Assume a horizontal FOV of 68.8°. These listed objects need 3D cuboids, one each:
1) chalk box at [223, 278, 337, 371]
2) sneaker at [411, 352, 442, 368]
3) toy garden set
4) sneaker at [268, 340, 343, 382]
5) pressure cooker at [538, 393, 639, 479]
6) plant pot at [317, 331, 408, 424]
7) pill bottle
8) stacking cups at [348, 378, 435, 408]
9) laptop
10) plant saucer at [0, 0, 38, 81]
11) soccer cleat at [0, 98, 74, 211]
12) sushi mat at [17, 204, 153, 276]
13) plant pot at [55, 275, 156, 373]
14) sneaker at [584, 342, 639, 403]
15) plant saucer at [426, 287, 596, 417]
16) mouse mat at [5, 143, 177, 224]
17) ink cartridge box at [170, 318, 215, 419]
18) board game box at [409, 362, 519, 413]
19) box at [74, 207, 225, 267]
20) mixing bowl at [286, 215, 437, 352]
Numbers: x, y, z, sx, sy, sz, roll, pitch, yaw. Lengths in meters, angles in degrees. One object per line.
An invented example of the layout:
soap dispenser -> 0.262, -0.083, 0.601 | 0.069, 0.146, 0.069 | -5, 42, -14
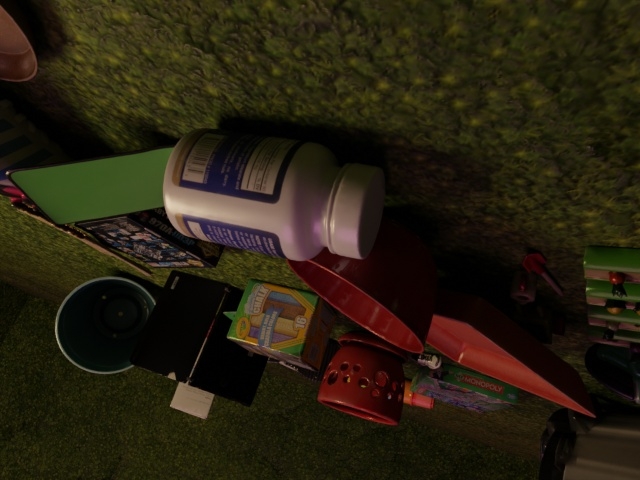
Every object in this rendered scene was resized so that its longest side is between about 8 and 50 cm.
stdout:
chalk box -> -0.096, 0.170, 0.970 | 0.213, 0.132, 0.132 | 11, 158, 22
sneaker -> 0.239, 0.270, 1.058 | 0.037, 0.031, 0.083 | 28, 156, -21
toy garden set -> 0.310, 0.084, 0.534 | 0.204, 0.049, 0.244 | 4, 154, 33
sneaker -> -0.080, 0.299, 1.314 | 0.331, 0.122, 0.146 | 19, 176, -2
pressure cooker -> 0.608, 0.497, 0.843 | 0.376, 0.369, 0.420 | 32, 152, -20
plant pot -> 0.108, 0.315, 1.081 | 0.191, 0.174, 0.191 | 17, 159, 7
pill bottle -> -0.040, -0.041, 0.444 | 0.187, 0.111, 0.112 | 12, 157, 18
stacking cups -> 0.197, 0.451, 1.460 | 0.317, 0.096, 0.096 | 6, 155, 22
laptop -> -0.256, 0.226, 1.093 | 0.264, 0.234, 0.137 | 33, 156, -31
plant saucer -> -0.320, -0.206, 0.395 | 0.169, 0.029, 0.168 | 17, 159, 7
soccer cleat -> -0.378, -0.113, 0.577 | 0.116, 0.143, 0.331 | 4, 178, 22
sushi mat -> -0.465, 0.007, 0.961 | 0.152, 0.019, 0.316 | 24, 166, 8
plant pot -> -0.623, 0.236, 1.423 | 0.272, 0.271, 0.255 | 25, 173, -15
sneaker -> 0.470, 0.189, 0.614 | 0.224, 0.083, 0.098 | 8, 161, 24
plant saucer -> 0.205, 0.131, 0.651 | 0.258, 0.047, 0.259 | 35, 169, -22
mouse mat -> -0.248, -0.064, 0.569 | 0.190, 0.007, 0.152 | -13, 163, -14
ink cartridge box -> -0.393, 0.431, 1.597 | 0.131, 0.306, 0.226 | 22, 158, -8
board game box -> 0.361, 0.390, 1.226 | 0.214, 0.046, 0.317 | 16, 158, 10
box -> -0.300, -0.010, 0.815 | 0.220, 0.051, 0.175 | -3, 149, 44
mixing bowl -> 0.061, 0.034, 0.528 | 0.181, 0.098, 0.181 | 33, 166, 9
